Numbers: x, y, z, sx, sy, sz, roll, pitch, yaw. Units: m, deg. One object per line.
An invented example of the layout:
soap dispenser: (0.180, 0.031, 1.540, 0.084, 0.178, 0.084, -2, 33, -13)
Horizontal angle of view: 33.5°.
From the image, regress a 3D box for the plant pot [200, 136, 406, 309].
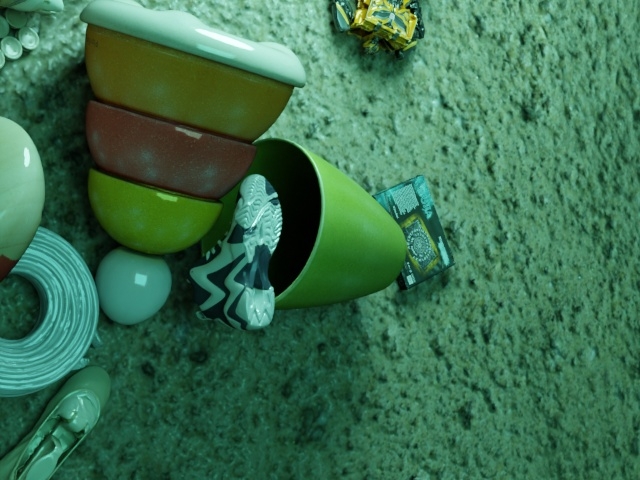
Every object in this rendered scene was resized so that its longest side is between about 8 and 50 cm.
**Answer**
plant pot: (0.000, 0.000, 1.767, 0.293, 0.274, 0.275, 16, 77, -46)

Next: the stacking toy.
stacking toy: (-0.247, -0.104, 1.632, 0.350, 0.350, 0.480, 13, 99, -30)

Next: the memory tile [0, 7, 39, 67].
memory tile: (-0.495, -0.336, 1.594, 0.113, 0.012, 0.148, -46, 113, -42)

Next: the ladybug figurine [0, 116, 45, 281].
ladybug figurine: (-0.551, 0.013, 1.398, 0.449, 0.305, 0.162, -30, 141, -1)

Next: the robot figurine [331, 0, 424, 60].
robot figurine: (0.127, -0.481, 1.963, 0.211, 0.085, 0.291, 18, 77, -28)

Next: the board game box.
board game box: (0.172, -0.016, 1.986, 0.126, 0.026, 0.186, -24, 98, -31)

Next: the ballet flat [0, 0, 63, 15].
ballet flat: (-0.402, -0.407, 1.616, 0.316, 0.107, 0.106, -43, 124, -32)

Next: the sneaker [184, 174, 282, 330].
sneaker: (-0.145, 0.019, 1.626, 0.094, 0.153, 0.235, 2, 86, -56)

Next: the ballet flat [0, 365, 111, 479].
ballet flat: (-0.388, 0.292, 1.587, 0.086, 0.086, 0.248, 46, 65, -20)

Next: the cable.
cable: (-0.454, 0.101, 1.557, 0.257, 0.089, 0.257, -23, 98, -31)
